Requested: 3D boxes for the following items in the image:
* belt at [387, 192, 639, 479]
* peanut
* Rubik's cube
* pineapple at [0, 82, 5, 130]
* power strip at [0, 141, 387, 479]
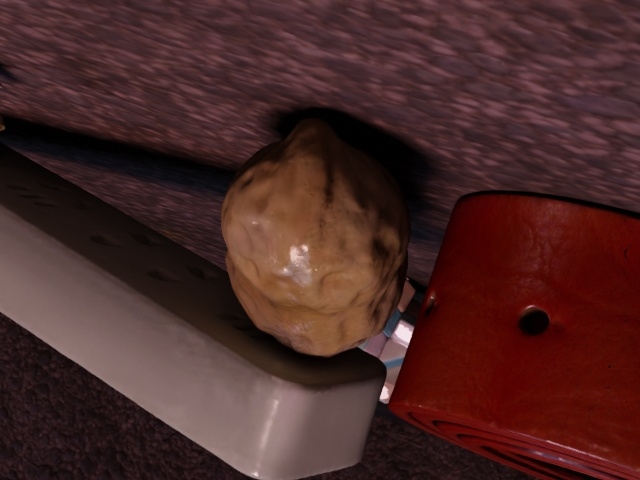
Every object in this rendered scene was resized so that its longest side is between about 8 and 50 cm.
[{"bbox_3d":[0.178,0.080,0.809,0.227,0.115,0.324,12,168,46],"label":"belt"},{"bbox_3d":[0.000,0.000,0.756,0.099,0.099,0.214,17,166,1],"label":"peanut"},{"bbox_3d":[0.041,0.065,1.090,0.084,0.075,0.073,29,163,46],"label":"Rubik's cube"},{"bbox_3d":[-0.188,-0.076,0.760,0.114,0.077,0.114,11,-145,-52],"label":"pineapple"},{"bbox_3d":[-0.132,0.015,0.892,0.385,0.062,0.091,29,-162,34],"label":"power strip"}]
